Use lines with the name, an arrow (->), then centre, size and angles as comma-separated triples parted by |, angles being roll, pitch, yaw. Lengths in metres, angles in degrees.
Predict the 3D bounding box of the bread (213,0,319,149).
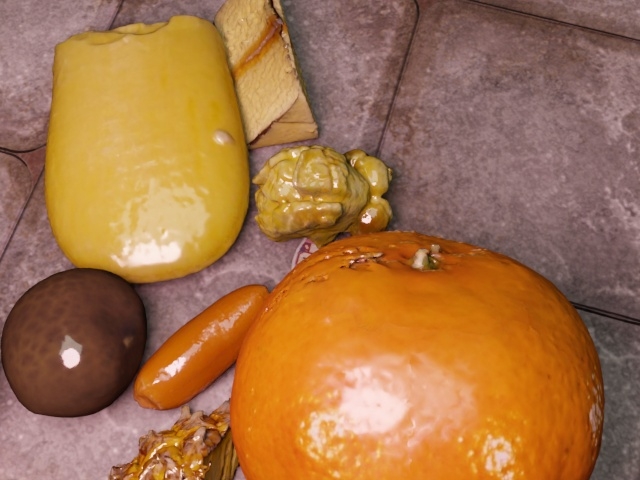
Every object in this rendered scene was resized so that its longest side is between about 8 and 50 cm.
bread -> -0.081, -0.281, 1.444 | 0.178, 0.141, 0.266 | -27, 64, 32

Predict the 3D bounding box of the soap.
soap -> -0.262, -0.134, 1.376 | 0.305, 0.115, 0.428 | -3, 67, -6

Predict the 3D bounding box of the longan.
longan -> -0.329, 0.139, 1.216 | 0.198, 0.198, 0.212 | -6, 54, -4

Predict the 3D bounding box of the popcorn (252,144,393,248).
popcorn -> 0.002, -0.056, 1.325 | 0.195, 0.168, 0.174 | 8, 46, -38

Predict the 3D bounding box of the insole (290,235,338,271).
insole -> 0.000, 0.000, 1.378 | 0.065, 0.004, 0.197 | 14, 67, 6

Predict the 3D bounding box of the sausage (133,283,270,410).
sausage -> -0.159, 0.148, 1.259 | 0.238, 0.098, 0.098 | -38, 72, -19

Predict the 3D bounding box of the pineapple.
pineapple -> -0.210, 0.325, 1.146 | 0.161, 0.158, 0.335 | 20, 68, 8

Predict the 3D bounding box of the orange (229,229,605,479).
orange -> 0.108, 0.159, 1.015 | 0.423, 0.424, 0.326 | 0, 105, 0
